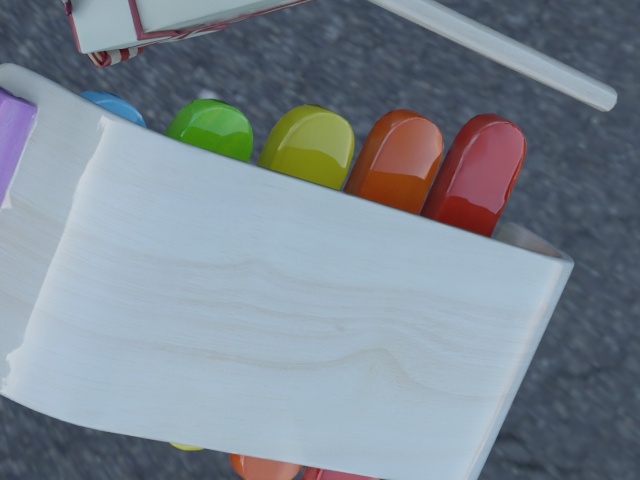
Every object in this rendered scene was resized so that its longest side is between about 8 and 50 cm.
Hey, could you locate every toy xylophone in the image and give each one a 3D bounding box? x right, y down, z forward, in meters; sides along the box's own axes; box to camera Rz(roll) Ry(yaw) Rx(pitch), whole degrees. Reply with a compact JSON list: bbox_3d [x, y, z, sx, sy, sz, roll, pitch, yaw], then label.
[{"bbox_3d":[0.000,0.000,0.800,0.322,0.081,0.236,27,94,-42],"label":"toy xylophone"}]

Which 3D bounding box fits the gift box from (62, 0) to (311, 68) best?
[{"bbox_3d":[-0.082,-0.271,1.310,0.258,0.276,0.255,-13,90,15],"label":"gift box"}]
